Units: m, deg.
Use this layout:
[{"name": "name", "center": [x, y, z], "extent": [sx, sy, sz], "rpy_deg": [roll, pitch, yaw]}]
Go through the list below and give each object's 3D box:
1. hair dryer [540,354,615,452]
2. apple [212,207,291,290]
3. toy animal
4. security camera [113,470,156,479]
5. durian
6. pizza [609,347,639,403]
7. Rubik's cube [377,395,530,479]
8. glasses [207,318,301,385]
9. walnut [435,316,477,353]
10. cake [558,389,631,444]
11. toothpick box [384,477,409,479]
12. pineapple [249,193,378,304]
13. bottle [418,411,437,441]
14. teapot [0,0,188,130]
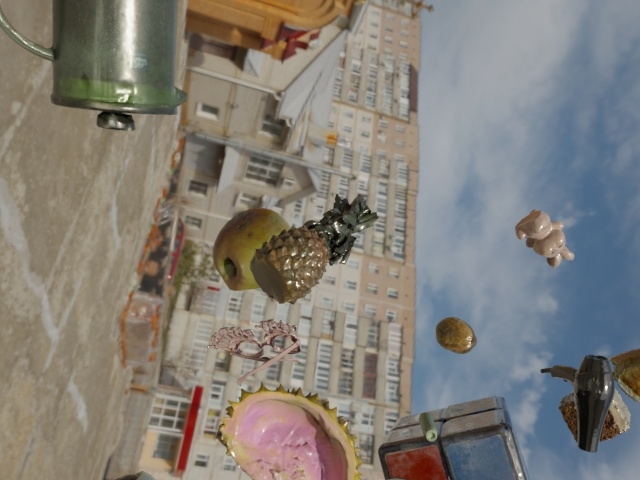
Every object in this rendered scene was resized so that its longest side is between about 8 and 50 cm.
[{"name": "hair dryer", "center": [0.651, 0.389, 1.384], "extent": [0.272, 0.091, 0.235], "rpy_deg": [-132, -133, -85]}, {"name": "apple", "center": [-0.159, 0.021, 1.331], "extent": [0.188, 0.207, 0.174], "rpy_deg": [-38, 164, -52]}, {"name": "toy animal", "center": [0.689, 0.007, 1.603], "extent": [0.124, 0.212, 0.124], "rpy_deg": [-44, -171, 9]}, {"name": "security camera", "center": [-0.515, 0.736, 1.434], "extent": [0.236, 0.194, 0.194], "rpy_deg": [-118, -138, -72]}, {"name": "durian", "center": [-0.029, 0.269, 0.661], "extent": [0.132, 0.182, 0.165], "rpy_deg": [-34, 144, -49]}, {"name": "pizza", "center": [0.379, 0.156, 0.475], "extent": [0.184, 0.176, 0.036], "rpy_deg": [-16, -156, 43]}, {"name": "Rubik's cube", "center": [0.349, 0.592, 1.323], "extent": [0.318, 0.313, 0.316], "rpy_deg": [15, 60, -72]}, {"name": "glasses", "center": [-0.162, 0.269, 1.331], "extent": [0.095, 0.255, 0.162], "rpy_deg": [-86, 157, -50]}, {"name": "walnut", "center": [0.387, 0.273, 1.530], "extent": [0.124, 0.105, 0.105], "rpy_deg": [21, -81, 45]}, {"name": "cake", "center": [0.747, 0.467, 1.451], "extent": [0.147, 0.135, 0.134], "rpy_deg": [-29, -100, 28]}, {"name": "toothpick box", "center": [0.105, 0.600, 0.991], "extent": [0.263, 0.354, 0.263], "rpy_deg": [51, -24, 33]}, {"name": "pineapple", "center": [0.000, 0.000, 0.573], "extent": [0.159, 0.074, 0.074], "rpy_deg": [-37, 166, -33]}, {"name": "bottle", "center": [0.227, 0.393, 1.129], "extent": [0.083, 0.030, 0.030], "rpy_deg": [-67, 171, -84]}, {"name": "teapot", "center": [-0.321, -0.332, 0.767], "extent": [0.200, 0.270, 0.337], "rpy_deg": [28, -64, 57]}]
